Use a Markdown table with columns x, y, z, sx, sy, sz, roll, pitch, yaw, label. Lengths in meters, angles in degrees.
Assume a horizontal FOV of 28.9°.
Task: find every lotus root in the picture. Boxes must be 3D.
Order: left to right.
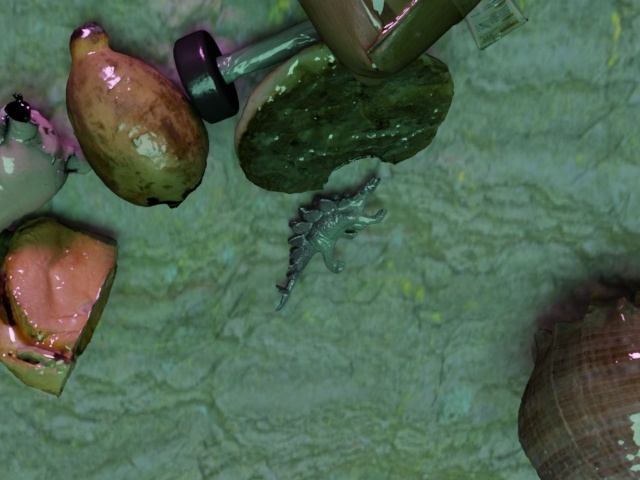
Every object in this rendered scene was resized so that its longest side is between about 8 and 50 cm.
| x | y | z | sx | sy | sz | roll | pitch | yaw | label |
| --- | --- | --- | --- | --- | --- | --- | --- | --- | --- |
| -0.204 | -0.129 | 1.318 | 0.138 | 0.138 | 0.214 | -33 | 99 | 15 | lotus root |

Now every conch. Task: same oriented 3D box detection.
| x | y | z | sx | sy | sz | roll | pitch | yaw | label |
| --- | --- | --- | --- | --- | --- | --- | --- | --- | --- |
| 0.365 | 0.161 | 1.396 | 0.297 | 0.352 | 0.210 | 2 | 130 | 23 | conch |

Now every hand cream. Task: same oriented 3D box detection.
| x | y | z | sx | sy | sz | roll | pitch | yaw | label |
| --- | --- | --- | --- | --- | --- | --- | --- | --- | --- |
| 0.164 | -0.270 | 1.308 | 0.061 | 0.039 | 0.143 | -32 | 124 | 7 | hand cream |

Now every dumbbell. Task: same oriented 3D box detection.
| x | y | z | sx | sy | sz | roll | pitch | yaw | label |
| --- | --- | --- | --- | --- | --- | --- | --- | --- | --- |
| -0.050 | -0.199 | 1.298 | 0.191 | 0.100 | 0.100 | -20 | 117 | 9 | dumbbell |

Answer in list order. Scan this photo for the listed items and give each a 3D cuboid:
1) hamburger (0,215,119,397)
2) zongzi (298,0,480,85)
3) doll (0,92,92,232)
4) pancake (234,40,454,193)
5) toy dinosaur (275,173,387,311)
| x | y | z | sx | sy | sz | roll | pitch | yaw | label |
| --- | --- | --- | --- | --- | --- | --- | --- | --- | --- |
| -0.319 | 0.086 | 1.384 | 0.155 | 0.207 | 0.135 | 14 | 134 | -12 | hamburger |
| 0.094 | -0.409 | 1.139 | 0.447 | 0.181 | 0.418 | -42 | 91 | -9 | zongzi |
| -0.347 | -0.070 | 1.346 | 0.192 | 0.095 | 0.149 | -39 | 144 | 11 | doll |
| 0.024 | -0.132 | 1.310 | 0.253 | 0.037 | 0.253 | -12 | 150 | -7 | pancake |
| 0.000 | -0.001 | 1.440 | 0.082 | 0.039 | 0.209 | 29 | 114 | -16 | toy dinosaur |
